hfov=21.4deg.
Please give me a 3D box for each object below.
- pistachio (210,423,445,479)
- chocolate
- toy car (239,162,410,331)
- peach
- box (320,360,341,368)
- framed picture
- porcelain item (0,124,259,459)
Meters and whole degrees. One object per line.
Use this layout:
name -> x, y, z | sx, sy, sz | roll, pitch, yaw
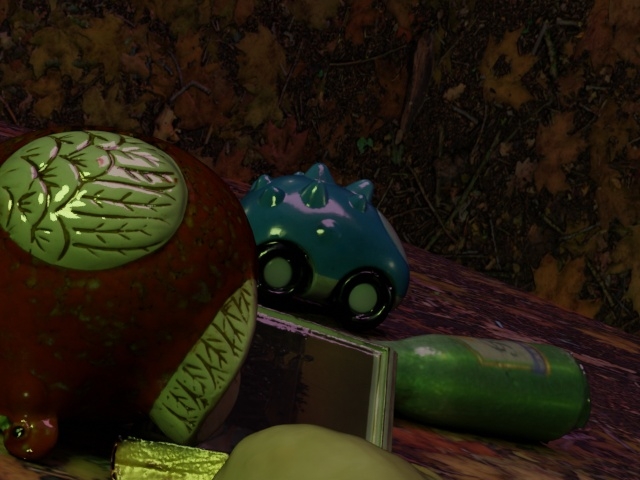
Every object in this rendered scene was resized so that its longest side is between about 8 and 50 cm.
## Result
pistachio -> 0.016, 0.170, 0.825 | 0.152, 0.126, 0.223 | -24, 32, -26
chocolate -> 0.134, 0.140, 1.682 | 0.291, 0.110, 0.110 | 11, 8, -38
toy car -> 0.000, 0.000, 2.187 | 0.255, 0.190, 0.188 | 19, 4, -12
peach -> -0.087, 0.150, 1.041 | 0.083, 0.050, 0.077 | 26, -22, -28
box -> -0.082, 0.101, 1.458 | 0.194, 0.073, 0.139 | 18, 5, 0
framed picture -> -0.034, 0.116, 1.309 | 0.197, 0.014, 0.252 | 18, 26, -4
porcelain item -> -0.164, 0.053, 1.151 | 0.253, 0.253, 0.253 | 18, 5, -2
